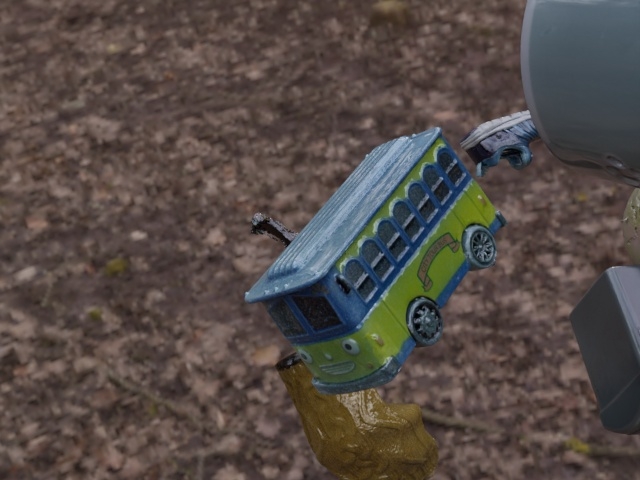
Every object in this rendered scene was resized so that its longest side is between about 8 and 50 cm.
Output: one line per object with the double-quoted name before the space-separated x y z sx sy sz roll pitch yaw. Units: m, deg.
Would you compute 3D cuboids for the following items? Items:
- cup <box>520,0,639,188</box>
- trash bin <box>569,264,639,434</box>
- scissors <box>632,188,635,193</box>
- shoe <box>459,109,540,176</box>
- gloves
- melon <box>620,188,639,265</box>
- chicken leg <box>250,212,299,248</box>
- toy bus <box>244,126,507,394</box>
"cup" 0.329 -0.192 0.896 0.259 0.357 0.274 -35 31 -22
"trash bin" 0.470 0.174 1.753 0.101 0.177 0.236 -4 59 -17
"scissors" 0.753 0.077 2.412 0.029 0.192 0.447 -39 43 36
"shoe" 0.372 -0.187 2.266 0.207 0.106 0.091 -21 -7 -21
"gloves" 0.060 0.320 1.993 0.203 0.356 0.155 -27 20 40
"melon" 0.622 -0.007 1.840 0.317 0.223 0.223 15 18 -19
"chicken leg" 0.000 0.000 2.066 0.253 0.106 0.051 6 -21 -10
"toy bus" 0.074 0.024 1.436 0.152 0.190 0.312 -17 26 49
